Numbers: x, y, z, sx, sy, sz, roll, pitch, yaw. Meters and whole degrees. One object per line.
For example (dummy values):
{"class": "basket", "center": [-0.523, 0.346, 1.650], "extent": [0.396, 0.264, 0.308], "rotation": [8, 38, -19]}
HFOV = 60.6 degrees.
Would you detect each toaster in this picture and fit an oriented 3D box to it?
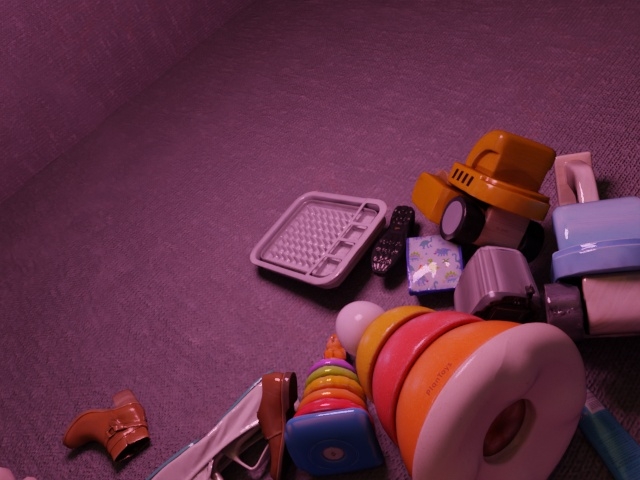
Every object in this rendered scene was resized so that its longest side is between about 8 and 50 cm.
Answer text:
{"class": "toaster", "center": [0.343, 0.113, 1.080], "extent": [0.128, 0.227, 0.147], "rotation": [6, 45, -4]}

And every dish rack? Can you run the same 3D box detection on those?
{"class": "dish rack", "center": [0.000, 0.000, 1.423], "extent": [0.332, 0.072, 0.286], "rotation": [14, 57, 45]}

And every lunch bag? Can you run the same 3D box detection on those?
{"class": "lunch bag", "center": [0.264, 0.063, 1.250], "extent": [0.128, 0.096, 0.151], "rotation": [-10, 37, 16]}

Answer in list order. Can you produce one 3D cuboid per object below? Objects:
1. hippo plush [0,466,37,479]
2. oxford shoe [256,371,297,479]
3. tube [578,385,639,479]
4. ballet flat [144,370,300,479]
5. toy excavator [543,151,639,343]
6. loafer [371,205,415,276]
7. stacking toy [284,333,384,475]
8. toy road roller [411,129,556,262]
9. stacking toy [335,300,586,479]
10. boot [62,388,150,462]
{"class": "hippo plush", "center": [-0.724, 0.600, 1.172], "extent": [0.236, 0.234, 0.295], "rotation": [5, 92, 50]}
{"class": "oxford shoe", "center": [-0.088, 0.363, 1.072], "extent": [0.075, 0.076, 0.213], "rotation": [-1, 83, 14]}
{"class": "tube", "center": [0.491, 0.340, 0.922], "extent": [0.080, 0.052, 0.207], "rotation": [-31, 49, 3]}
{"class": "ballet flat", "center": [-0.196, 0.436, 1.106], "extent": [0.400, 0.139, 0.139], "rotation": [-40, 45, -15]}
{"class": "toy excavator", "center": [0.543, -0.016, 1.077], "extent": [0.222, 0.433, 0.446], "rotation": [-6, 75, 21]}
{"class": "loafer", "center": [0.184, 0.009, 1.348], "extent": [0.076, 0.078, 0.223], "rotation": [10, 50, 24]}
{"class": "stacking toy", "center": [0.027, 0.302, 1.115], "extent": [0.165, 0.175, 0.302], "rotation": [-12, 34, 11]}
{"class": "toy road roller", "center": [0.362, -0.116, 1.185], "extent": [0.202, 0.241, 0.329], "rotation": [16, 16, -15]}
{"class": "stacking toy", "center": [0.186, 0.226, 1.004], "extent": [0.350, 0.351, 0.479], "rotation": [-39, 34, -13]}
{"class": "boot", "center": [-0.492, 0.452, 1.258], "extent": [0.197, 0.073, 0.152], "rotation": [-37, 49, -8]}
